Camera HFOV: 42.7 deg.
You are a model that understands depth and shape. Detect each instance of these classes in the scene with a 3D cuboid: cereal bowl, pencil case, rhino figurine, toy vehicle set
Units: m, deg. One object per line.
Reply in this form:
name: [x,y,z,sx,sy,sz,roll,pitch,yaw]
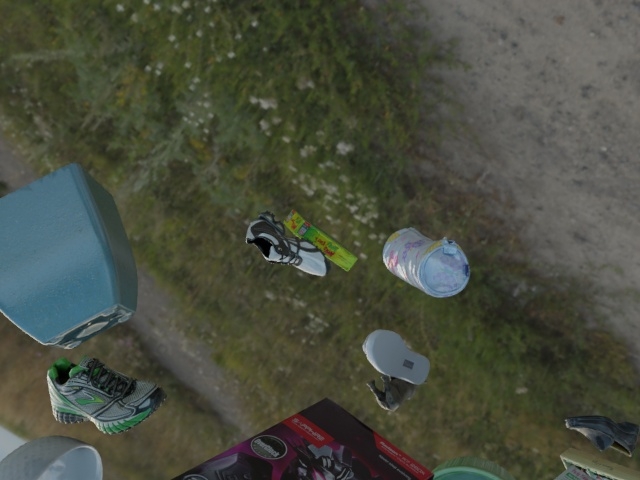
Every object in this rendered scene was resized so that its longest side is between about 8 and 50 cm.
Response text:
cereal bowl: [-0.572,0.526,1.564,0.141,0.339,0.339,19,157,17]
pencil case: [0.227,0.044,1.804,0.113,0.124,0.273,-7,-172,-13]
rhino figurine: [0.230,0.406,2.326,0.073,0.243,0.106,-30,84,37]
toy vehicle set: [0.664,0.570,1.829,0.166,0.035,0.267,62,161,-10]

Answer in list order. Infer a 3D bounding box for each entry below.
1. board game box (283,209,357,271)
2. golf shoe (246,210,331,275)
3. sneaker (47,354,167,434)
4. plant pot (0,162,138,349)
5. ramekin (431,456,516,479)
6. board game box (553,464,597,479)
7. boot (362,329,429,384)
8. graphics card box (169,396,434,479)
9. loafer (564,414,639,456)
board game box: [0.000,0.000,2.018,0.181,0.043,0.092,36,-176,-26]
golf shoe: [-0.073,0.028,1.730,0.198,0.094,0.077,34,135,-1]
sneaker: [-0.502,0.344,1.865,0.343,0.134,0.146,-2,114,29]
plant pot: [-0.463,0.053,1.469,0.252,0.247,0.248,62,175,11]
ramekin: [0.357,0.668,1.952,0.303,0.304,0.148,26,-171,13]
board game box: [0.388,0.538,1.404,0.097,0.303,0.224,54,175,-3]
boot: [0.138,0.257,1.847,0.123,0.095,0.258,13,163,39]
graphics card box: [-0.027,0.380,1.203,0.232,0.370,0.094,31,120,31]
loafer: [0.540,0.371,1.562,0.170,0.061,0.062,14,162,-19]
